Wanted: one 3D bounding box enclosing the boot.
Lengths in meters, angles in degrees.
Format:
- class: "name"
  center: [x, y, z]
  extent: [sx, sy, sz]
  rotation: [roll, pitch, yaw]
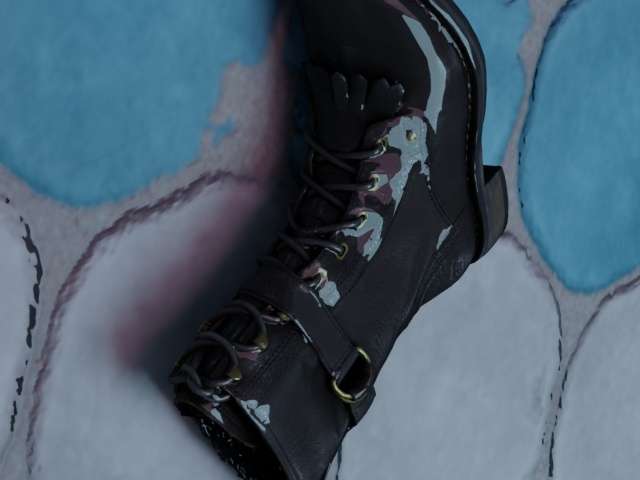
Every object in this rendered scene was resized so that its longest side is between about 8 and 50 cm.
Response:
- class: "boot"
  center: [0.000, 0.000, 0.873]
  extent: [0.229, 0.091, 0.263]
  rotation: [-51, 135, -28]
